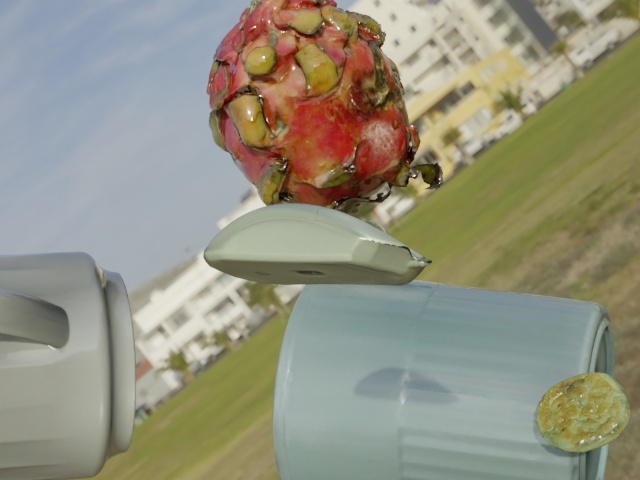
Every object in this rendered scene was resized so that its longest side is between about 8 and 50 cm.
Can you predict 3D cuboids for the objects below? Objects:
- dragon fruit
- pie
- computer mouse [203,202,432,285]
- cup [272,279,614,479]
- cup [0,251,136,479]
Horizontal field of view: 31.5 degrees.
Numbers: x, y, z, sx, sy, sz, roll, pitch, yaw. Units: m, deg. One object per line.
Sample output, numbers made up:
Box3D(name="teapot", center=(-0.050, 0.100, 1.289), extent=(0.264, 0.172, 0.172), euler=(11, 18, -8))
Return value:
Box3D(name="dragon fruit", center=(-0.017, -0.164, 1.383), extent=(0.250, 0.269, 0.291), euler=(-21, -32, 8))
Box3D(name="pie", center=(0.225, 0.149, 0.972), extent=(0.084, 0.021, 0.084), euler=(-21, 39, 18))
Box3D(name="computer mouse", center=(0.000, 0.000, 0.505), extent=(0.110, 0.032, 0.056), euler=(0, -15, 32))
Box3D(name="cup", center=(0.134, 0.203, 1.194), extent=(0.257, 0.311, 0.331), euler=(47, -130, -62))
Box3D(name="cup", center=(-0.353, 0.114, 1.116), extent=(0.326, 0.237, 0.323), euler=(-1, -24, -18))
